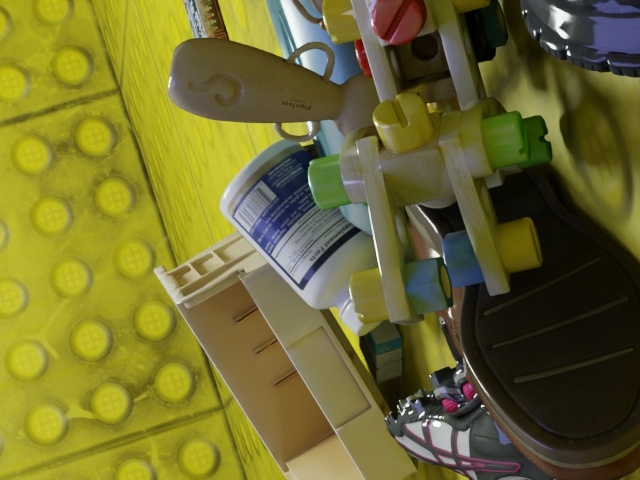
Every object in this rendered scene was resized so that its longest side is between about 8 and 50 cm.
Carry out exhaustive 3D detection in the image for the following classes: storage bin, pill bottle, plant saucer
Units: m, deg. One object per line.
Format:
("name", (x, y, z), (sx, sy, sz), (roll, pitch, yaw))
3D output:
("storage bin", (-0.033, 0.123, 1.707), (0.262, 0.123, 0.260), (59, 175, -11))
("pill bottle", (0.000, 0.000, 1.520), (0.169, 0.094, 0.094), (46, 163, 13))
("plant saucer", (-0.001, -0.142, 1.407), (0.317, 0.044, 0.317), (161, 90, -88))

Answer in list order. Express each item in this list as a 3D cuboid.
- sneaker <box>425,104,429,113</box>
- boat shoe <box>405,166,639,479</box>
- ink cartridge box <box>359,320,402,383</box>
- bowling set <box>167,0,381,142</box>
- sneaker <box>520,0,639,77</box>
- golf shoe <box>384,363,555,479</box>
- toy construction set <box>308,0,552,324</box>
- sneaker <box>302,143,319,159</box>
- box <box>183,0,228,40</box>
("sneaker", (0.065, -0.119, 1.227), (0.118, 0.042, 0.067), (-137, 29, -61))
("boat shoe", (0.130, 0.050, 1.026), (0.307, 0.111, 0.104), (-106, 0, -55))
("ink cartridge box", (0.057, 0.102, 1.663), (0.083, 0.028, 0.048), (86, 164, -53))
("bowling set", (-0.006, -0.228, 1.186), (0.200, 0.154, 0.287), (-90, 12, -60))
("sneaker", (0.160, -0.117, 0.620), (0.286, 0.109, 0.130), (-150, 49, -61))
("golf shoe", (0.119, 0.142, 1.214), (0.120, 0.105, 0.273), (64, 169, 9))
("toy construction set", (0.050, -0.134, 0.971), (0.215, 0.151, 0.327), (-60, -31, -67))
("sneaker", (-0.007, -0.018, 1.674), (0.208, 0.081, 0.094), (-120, 9, -55))
("box", (-0.145, -0.283, 2.098), (0.094, 0.027, 0.137), (164, 89, -79))
